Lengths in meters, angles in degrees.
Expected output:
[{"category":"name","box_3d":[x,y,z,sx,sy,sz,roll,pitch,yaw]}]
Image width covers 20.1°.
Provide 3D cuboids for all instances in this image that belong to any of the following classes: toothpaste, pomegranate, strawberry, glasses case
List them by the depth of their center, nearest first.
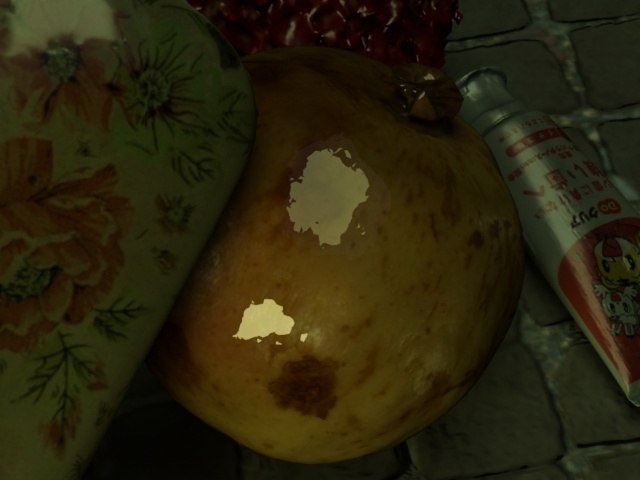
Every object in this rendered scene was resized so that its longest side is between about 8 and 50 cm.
[{"category":"glasses case","box_3d":[-0.176,0.071,0.807,0.156,0.098,0.425,29,90,-6]},{"category":"pomegranate","box_3d":[0.000,0.000,0.920,0.215,0.215,0.215,-1,48,1]},{"category":"toothpaste","box_3d":[0.150,-0.005,1.043,0.089,0.057,0.234,-23,59,-22]},{"category":"strawberry","box_3d":[-0.005,-0.123,1.071,0.184,0.187,0.202,-25,61,25]}]
